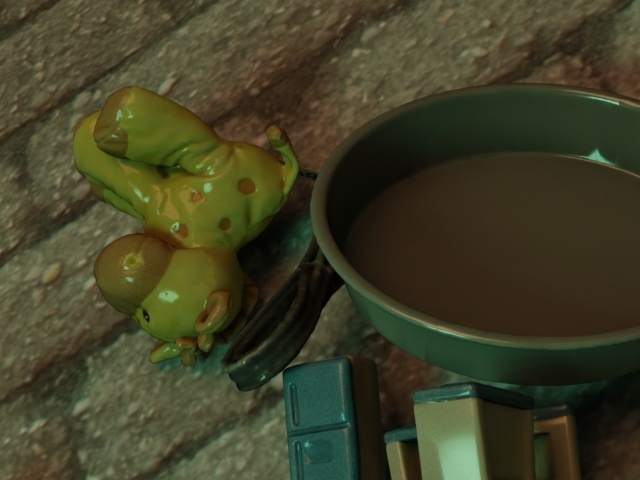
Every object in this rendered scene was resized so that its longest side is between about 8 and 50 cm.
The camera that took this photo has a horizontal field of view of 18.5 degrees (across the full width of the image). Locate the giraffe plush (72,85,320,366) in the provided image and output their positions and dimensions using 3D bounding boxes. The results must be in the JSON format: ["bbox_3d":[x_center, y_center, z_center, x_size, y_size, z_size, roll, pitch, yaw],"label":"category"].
[{"bbox_3d":[-0.106,0.004,1.505,0.210,0.181,0.170,13,69,11],"label":"giraffe plush"}]

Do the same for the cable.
[{"bbox_3d":[0.000,0.000,1.410,0.139,0.072,0.287,-11,25,51],"label":"cable"}]

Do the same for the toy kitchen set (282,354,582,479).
[{"bbox_3d":[0.043,0.116,1.224,0.207,0.166,0.122,-13,74,30],"label":"toy kitchen set"}]

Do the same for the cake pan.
[{"bbox_3d":[0.140,-0.005,1.284,0.293,0.054,0.293,-1,36,1],"label":"cake pan"}]
